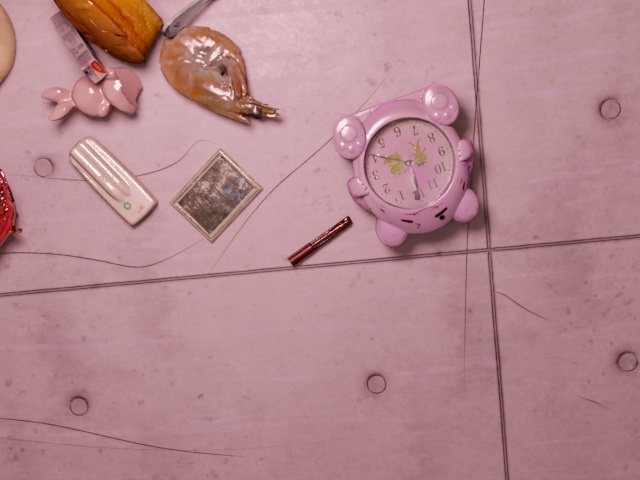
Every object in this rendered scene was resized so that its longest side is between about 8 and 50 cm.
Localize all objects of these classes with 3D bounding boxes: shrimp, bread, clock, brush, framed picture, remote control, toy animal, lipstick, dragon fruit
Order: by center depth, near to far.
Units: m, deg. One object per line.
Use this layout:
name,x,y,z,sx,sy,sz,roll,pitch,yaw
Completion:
bread,-0.471,-0.502,1.677,0.270,0.195,0.142,41,79,-40
brush,-0.255,-0.575,1.733,0.297,0.068,0.060,-43,76,-2
clock,0.202,-0.166,1.740,0.296,0.113,0.322,-19,96,5
shrimp,-0.222,-0.377,1.760,0.317,0.077,0.168,28,95,3
toy animal,-0.525,-0.335,1.772,0.213,0.124,0.124,-9,96,13
dragon fruit,-0.788,-0.097,1.807,0.161,0.126,0.274,-29,104,-4
remote control,-0.492,-0.142,1.813,0.090,0.049,0.230,-44,94,9
lipstick,0.000,0.001,1.815,0.176,0.027,0.027,-35,94,5
framed picture,-0.247,-0.105,1.823,0.142,0.011,0.183,44,97,-2

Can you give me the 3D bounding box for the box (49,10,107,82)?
box,-0.541,-0.437,1.722,0.040,0.055,0.218,-38,56,2

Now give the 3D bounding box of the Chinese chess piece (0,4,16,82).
Chinese chess piece,-0.841,-0.459,1.765,0.270,0.112,0.269,0,97,2
